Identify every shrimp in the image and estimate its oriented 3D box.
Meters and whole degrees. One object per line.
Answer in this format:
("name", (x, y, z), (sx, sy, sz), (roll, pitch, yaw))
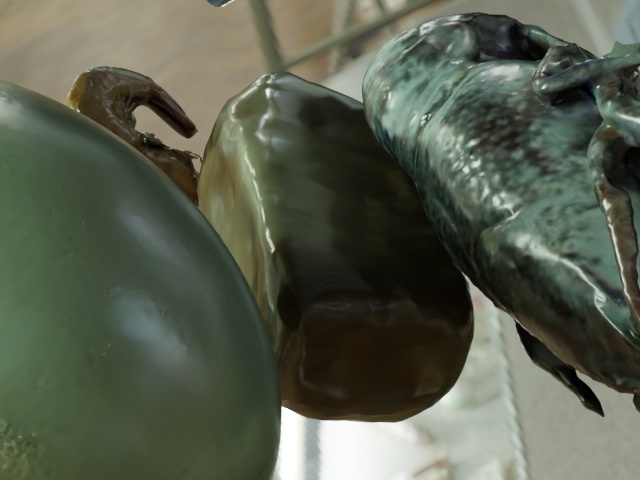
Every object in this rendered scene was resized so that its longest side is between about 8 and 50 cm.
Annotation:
("shrimp", (-0.126, -0.075, 1.340), (0.045, 0.162, 0.095), (-42, 30, 29))
("shrimp", (0.138, -0.023, 0.777), (0.137, 0.172, 0.372), (-9, 34, -33))

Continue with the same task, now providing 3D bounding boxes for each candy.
("candy", (0.000, 0.000, 0.919), (0.104, 0.102, 0.234), (6, 33, -17))

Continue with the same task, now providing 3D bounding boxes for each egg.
("egg", (-0.139, 0.041, 0.705), (0.283, 0.203, 0.203), (29, 55, 29))

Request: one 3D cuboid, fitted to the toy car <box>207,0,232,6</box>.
("toy car", (-0.064, -0.212, 0.919), (0.097, 0.191, 0.100), (-38, 11, -30))
